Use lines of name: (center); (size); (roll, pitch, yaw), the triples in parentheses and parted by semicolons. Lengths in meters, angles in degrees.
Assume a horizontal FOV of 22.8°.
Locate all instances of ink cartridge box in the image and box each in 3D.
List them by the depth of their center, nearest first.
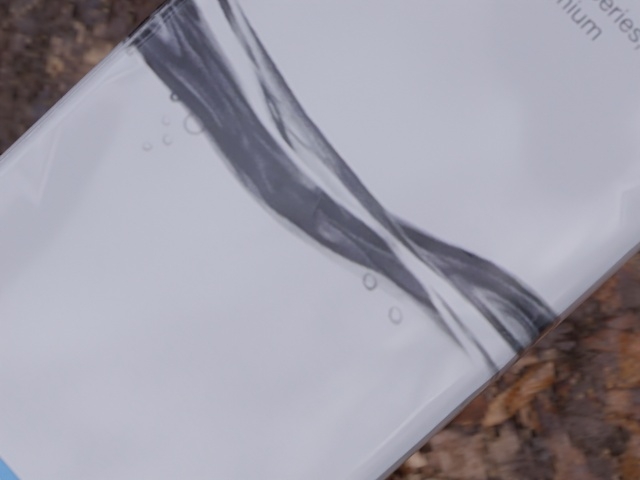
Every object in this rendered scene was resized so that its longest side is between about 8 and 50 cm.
ink cartridge box: (0.000, 0.000, 0.621); (0.395, 0.285, 0.166); (-43, 85, 6)
